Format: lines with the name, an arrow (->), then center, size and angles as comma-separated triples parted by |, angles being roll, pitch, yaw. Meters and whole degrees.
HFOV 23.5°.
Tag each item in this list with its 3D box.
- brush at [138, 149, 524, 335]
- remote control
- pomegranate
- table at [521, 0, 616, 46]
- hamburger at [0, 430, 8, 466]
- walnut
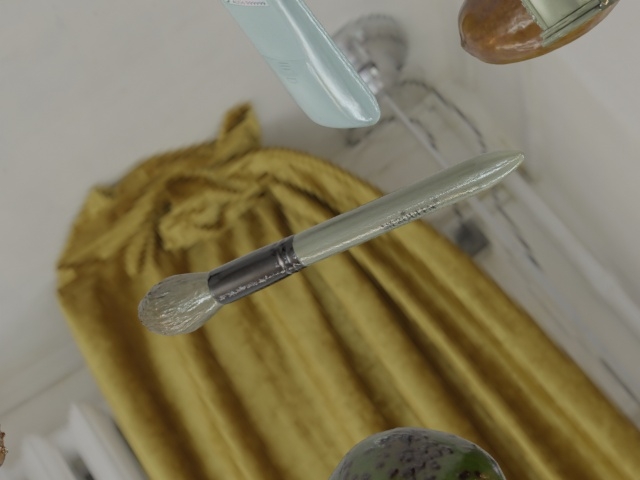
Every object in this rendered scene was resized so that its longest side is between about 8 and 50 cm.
brush -> 0.000, 0.000, 0.968 | 0.299, 0.039, 0.042 | -24, 164, 29
remote control -> -0.033, -0.215, 1.732 | 0.293, 0.103, 0.051 | 51, 57, -47
pomegranate -> 0.076, 0.266, 1.302 | 0.202, 0.202, 0.248 | -43, 178, 9
table -> 0.105, -0.138, 0.622 | 0.079, 0.083, 0.062 | -37, -176, -16
hamburger -> -0.396, 0.189, 1.378 | 0.236, 0.236, 0.147 | -6, 100, -44
walnut -> 0.234, -0.252, 1.584 | 0.207, 0.116, 0.115 | -28, 156, 23
